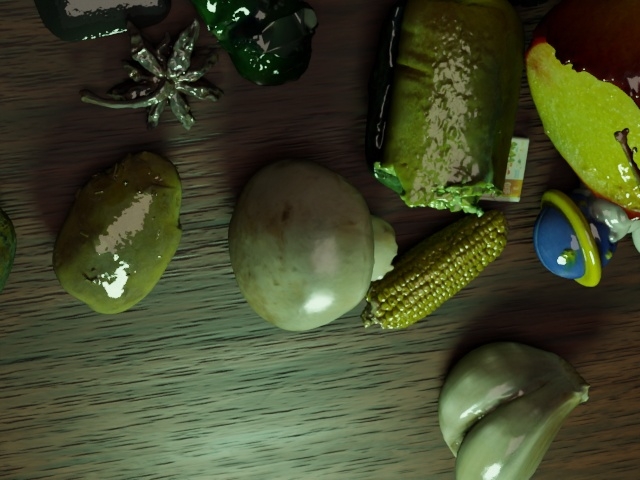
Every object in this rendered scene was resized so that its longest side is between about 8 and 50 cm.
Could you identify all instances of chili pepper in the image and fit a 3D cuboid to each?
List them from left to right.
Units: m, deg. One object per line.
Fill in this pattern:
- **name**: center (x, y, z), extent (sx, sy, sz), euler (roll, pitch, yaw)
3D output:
- **chili pepper**: center (-0.102, -0.359, 1.730), extent (0.148, 0.116, 0.264), euler (-40, 116, -18)

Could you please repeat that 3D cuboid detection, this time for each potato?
- **potato**: center (-0.335, -0.013, 1.805), extent (0.192, 0.141, 0.296), euler (23, 101, -19)

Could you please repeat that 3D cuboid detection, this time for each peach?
- **peach**: center (0.534, -0.245, 1.731), extent (0.310, 0.335, 0.406), euler (-36, 101, -10)

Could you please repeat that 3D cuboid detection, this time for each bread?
- **bread**: center (0.212, -0.234, 1.776), extent (0.251, 0.208, 0.376), euler (7, 95, -15)

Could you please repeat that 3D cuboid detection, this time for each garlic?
- **garlic**: center (0.324, 0.353, 2.050), extent (0.246, 0.231, 0.340), euler (-16, 140, -51)

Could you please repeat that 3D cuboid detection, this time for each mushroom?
- **mushroom**: center (0.000, 0.000, 1.811), extent (0.290, 0.297, 0.297), euler (-8, 113, -36)

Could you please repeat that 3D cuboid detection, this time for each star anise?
- **star anise**: center (-0.266, -0.260, 1.752), extent (0.231, 0.089, 0.209), euler (-39, 118, 6)

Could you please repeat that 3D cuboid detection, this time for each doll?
- **doll**: center (0.486, -0.065, 1.921), extent (0.243, 0.159, 0.311), euler (-20, 101, 0)

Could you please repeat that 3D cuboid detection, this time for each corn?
- **corn**: center (0.205, 0.056, 1.933), extent (0.322, 0.119, 0.119), euler (-35, 111, 3)

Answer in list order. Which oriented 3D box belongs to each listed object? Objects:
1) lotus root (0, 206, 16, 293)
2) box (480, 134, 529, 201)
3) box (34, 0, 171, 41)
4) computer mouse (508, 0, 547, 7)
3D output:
- **lotus root**: center (-0.597, 0.055, 1.772), extent (0.152, 0.160, 0.275), euler (20, 105, -5)
- **box**: center (0.257, -0.135, 1.919), extent (0.220, 0.032, 0.122), euler (3, 106, -10)
- **box**: center (-0.359, -0.424, 1.707), extent (0.212, 0.042, 0.201), euler (-16, 111, -4)
- **computer mouse**: center (0.304, -0.471, 1.788), extent (0.242, 0.077, 0.146), euler (29, 100, -18)
